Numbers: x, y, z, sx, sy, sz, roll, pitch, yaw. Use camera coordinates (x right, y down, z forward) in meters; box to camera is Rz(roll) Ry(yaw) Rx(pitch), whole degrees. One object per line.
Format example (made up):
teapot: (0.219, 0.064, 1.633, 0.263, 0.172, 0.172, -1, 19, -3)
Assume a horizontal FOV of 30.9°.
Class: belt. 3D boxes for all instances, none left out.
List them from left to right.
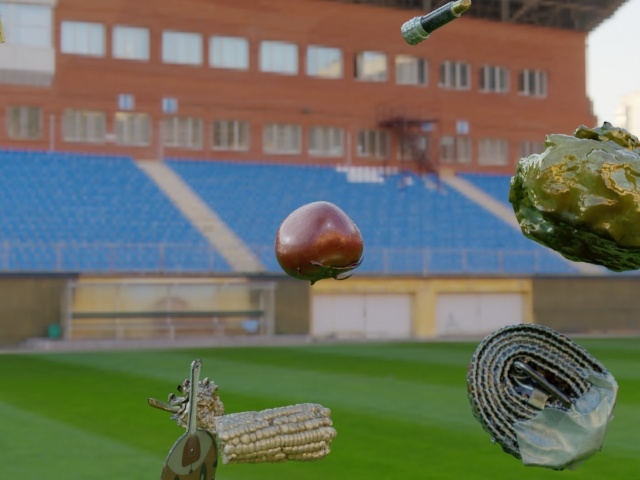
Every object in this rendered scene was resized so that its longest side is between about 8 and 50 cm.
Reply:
belt: (0.358, 0.259, 1.895, 0.257, 0.207, 0.150, 40, -6, 12)

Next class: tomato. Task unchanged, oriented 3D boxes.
tomato: (0.000, 0.000, 2.158, 0.167, 0.167, 0.167, 0, -3, 0)

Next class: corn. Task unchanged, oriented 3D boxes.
corn: (-0.073, 0.281, 1.651, 0.210, 0.087, 0.087, 1, -3, -37)

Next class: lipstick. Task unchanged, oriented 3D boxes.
lipstick: (0.169, -0.319, 1.666, 0.037, 0.037, 0.116, 2, -17, -43)

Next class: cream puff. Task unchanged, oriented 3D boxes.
cream puff: (0.405, -0.072, 1.676, 0.281, 0.185, 0.282, 23, -8, 3)

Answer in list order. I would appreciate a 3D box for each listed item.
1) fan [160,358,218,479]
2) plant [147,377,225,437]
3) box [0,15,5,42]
fan: (-0.161, 0.259, 1.424, 0.008, 0.227, 0.152, 5, 5, 23)
plant: (-0.227, 0.288, 1.949, 0.121, 0.104, 0.117, -3, -43, 10)
box: (-0.533, -0.353, 1.822, 0.058, 0.093, 0.015, -23, 29, -35)
